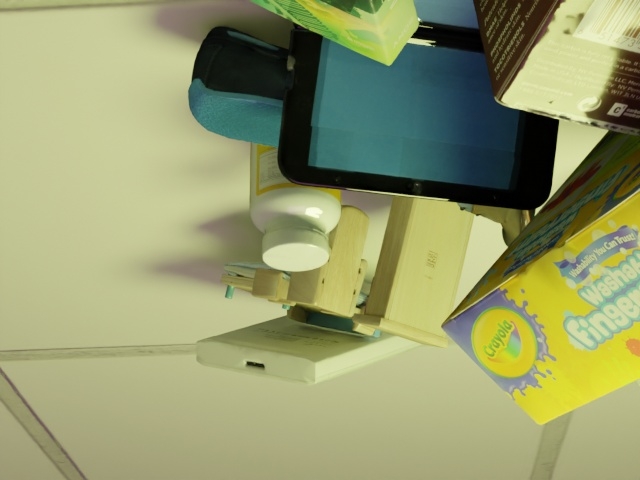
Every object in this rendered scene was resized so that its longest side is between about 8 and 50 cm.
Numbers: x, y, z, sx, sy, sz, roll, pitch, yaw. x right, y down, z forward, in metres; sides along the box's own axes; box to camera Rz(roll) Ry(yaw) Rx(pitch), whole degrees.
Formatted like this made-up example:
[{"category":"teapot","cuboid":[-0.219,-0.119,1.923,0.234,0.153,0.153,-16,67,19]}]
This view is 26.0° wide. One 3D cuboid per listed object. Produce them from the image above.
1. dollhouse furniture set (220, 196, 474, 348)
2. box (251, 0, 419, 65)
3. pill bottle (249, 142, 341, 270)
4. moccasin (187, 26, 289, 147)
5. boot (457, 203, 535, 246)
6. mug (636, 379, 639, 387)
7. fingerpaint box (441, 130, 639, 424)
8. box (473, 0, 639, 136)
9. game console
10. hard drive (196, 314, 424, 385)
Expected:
[{"category":"dollhouse furniture set","cuboid":[0.000,0.000,1.768,0.303,0.198,0.286,6,170,44]},{"category":"box","cuboid":[-0.051,-0.284,1.099,0.232,0.058,0.322,29,166,24]},{"category":"pill bottle","cuboid":[-0.028,-0.064,1.554,0.103,0.184,0.103,0,155,0]},{"category":"moccasin","cuboid":[0.035,-0.153,1.452,0.342,0.117,0.137,15,151,-23]},{"category":"boot","cuboid":[0.218,-0.059,1.722,0.106,0.082,0.219,11,151,8]},{"category":"mug","cuboid":[0.507,0.059,1.743,0.374,0.276,0.328,6,149,-1]},{"category":"fingerpaint box","cuboid":[0.364,-0.043,1.351,0.163,0.371,0.445,44,150,0]},{"category":"box","cuboid":[0.238,-0.223,1.161,0.168,0.203,0.167,11,136,-17]},{"category":"game console","cuboid":[0.124,-0.173,1.327,0.293,0.173,0.250,5,151,-14]},{"category":"hard drive","cuboid":[0.004,0.139,1.930,0.203,0.040,0.307,7,-169,36]}]
